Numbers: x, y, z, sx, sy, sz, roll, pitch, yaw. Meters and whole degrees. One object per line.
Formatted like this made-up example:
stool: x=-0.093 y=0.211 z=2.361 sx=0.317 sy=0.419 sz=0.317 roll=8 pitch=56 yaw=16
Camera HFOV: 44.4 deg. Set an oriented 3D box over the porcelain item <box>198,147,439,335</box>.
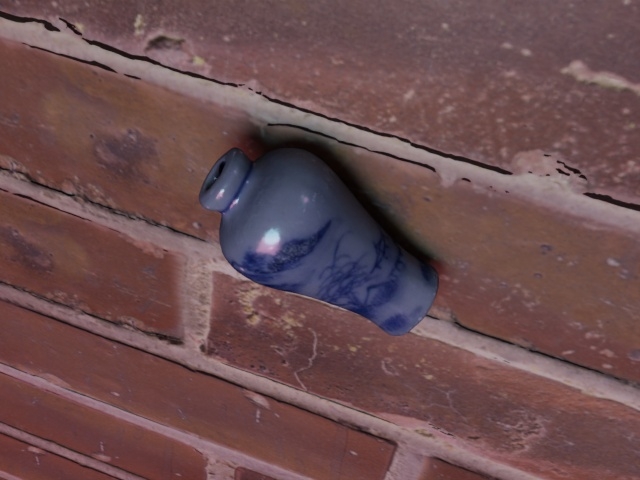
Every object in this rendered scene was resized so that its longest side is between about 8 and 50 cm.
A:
porcelain item: x=0.000 y=0.000 z=0.799 sx=0.259 sy=0.141 sz=0.141 roll=31 pitch=139 yaw=-22
